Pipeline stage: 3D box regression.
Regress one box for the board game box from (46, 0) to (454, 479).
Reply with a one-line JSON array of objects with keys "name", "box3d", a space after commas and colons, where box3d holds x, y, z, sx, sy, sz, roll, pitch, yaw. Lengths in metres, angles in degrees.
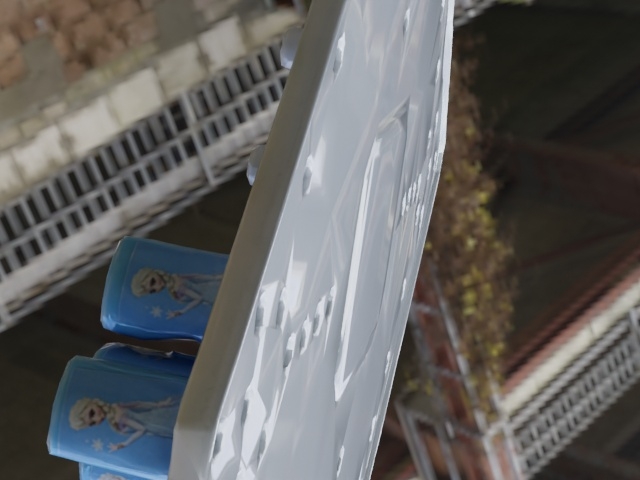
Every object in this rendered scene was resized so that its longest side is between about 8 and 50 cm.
[{"name": "board game box", "box3d": [0.000, 0.000, 0.635, 0.050, 0.390, 0.390, 10, -122, 9]}]
